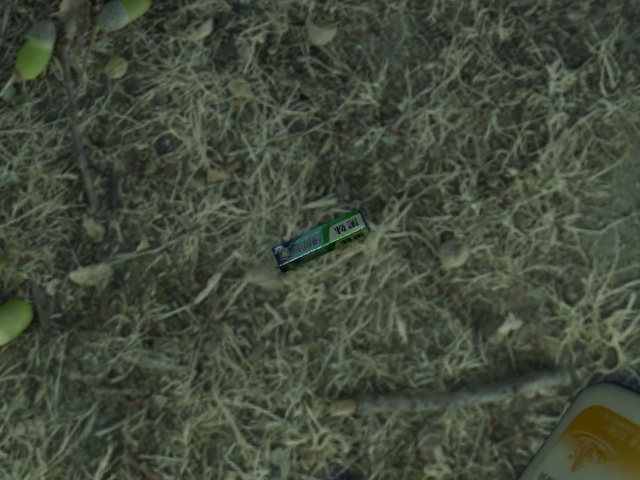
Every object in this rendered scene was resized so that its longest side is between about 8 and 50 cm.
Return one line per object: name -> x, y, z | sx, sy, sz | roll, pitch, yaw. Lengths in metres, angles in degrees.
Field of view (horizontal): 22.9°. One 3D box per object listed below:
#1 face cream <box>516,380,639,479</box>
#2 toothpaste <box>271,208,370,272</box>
face cream -> 0.175, 0.245, 1.170 | 0.144, 0.071, 0.291 | 33, 81, 40
toothpaste -> 0.000, 0.000, 1.352 | 0.083, 0.017, 0.020 | -25, 64, 6
